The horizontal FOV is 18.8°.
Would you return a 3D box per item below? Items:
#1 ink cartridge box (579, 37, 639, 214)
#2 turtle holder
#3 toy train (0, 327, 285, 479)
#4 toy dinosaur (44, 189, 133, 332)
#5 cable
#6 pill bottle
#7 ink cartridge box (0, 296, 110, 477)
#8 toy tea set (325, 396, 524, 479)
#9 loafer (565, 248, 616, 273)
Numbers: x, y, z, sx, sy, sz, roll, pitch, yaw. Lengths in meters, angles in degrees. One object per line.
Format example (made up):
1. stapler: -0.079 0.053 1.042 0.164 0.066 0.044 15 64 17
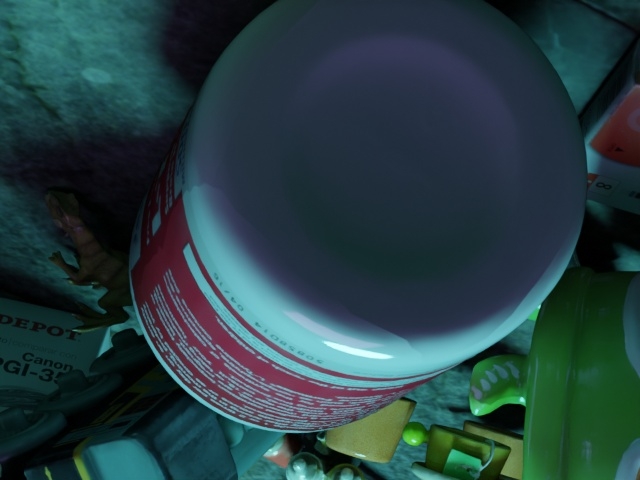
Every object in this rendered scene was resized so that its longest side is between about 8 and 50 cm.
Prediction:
1. ink cartridge box: 0.261 -0.055 1.272 0.179 0.045 0.145 19 150 -6
2. turtle holder: 0.232 0.136 1.286 0.227 0.243 0.320 0 180 14
3. toy train: -0.127 0.154 1.507 0.190 0.334 0.142 -14 101 29
4. toy dinosaur: -0.151 0.037 1.565 0.211 0.064 0.112 33 143 -31
5. cable: 0.002 0.227 1.805 0.139 0.072 0.287 27 161 23
6. pill bottle: 0.000 0.000 1.244 0.229 0.229 0.408 18 163 -8
7. ink cartridge box: -0.310 0.177 1.634 0.207 0.283 0.117 12 133 1
8. toy tea set: 0.170 0.158 1.634 0.336 0.124 0.200 16 179 -11
9. loafer: 0.190 0.032 1.444 0.061 0.062 0.170 -25 140 -4
